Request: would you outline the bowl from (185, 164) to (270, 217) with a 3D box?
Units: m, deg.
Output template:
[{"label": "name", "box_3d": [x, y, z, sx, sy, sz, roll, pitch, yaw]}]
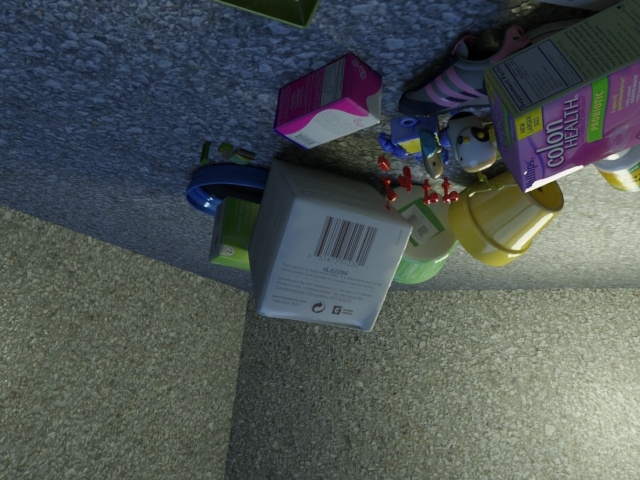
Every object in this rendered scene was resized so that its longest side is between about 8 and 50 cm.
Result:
[{"label": "bowl", "box_3d": [-0.259, -0.151, 1.699, 0.391, 0.077, 0.391, 5, 163, 1]}]

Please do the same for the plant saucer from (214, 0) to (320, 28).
[{"label": "plant saucer", "box_3d": [-0.080, -0.430, 0.770, 0.188, 0.045, 0.188, 11, 162, -16]}]

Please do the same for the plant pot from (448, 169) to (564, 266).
[{"label": "plant pot", "box_3d": [0.538, -0.089, 1.409, 0.254, 0.254, 0.239, 13, 146, -23]}]

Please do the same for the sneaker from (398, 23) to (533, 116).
[{"label": "sneaker", "box_3d": [0.270, -0.324, 0.962, 0.319, 0.112, 0.131, 4, 126, 50]}]

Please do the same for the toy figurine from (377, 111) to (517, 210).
[{"label": "toy figurine", "box_3d": [0.262, -0.217, 1.147, 0.362, 0.191, 0.217, -7, 155, 32]}]

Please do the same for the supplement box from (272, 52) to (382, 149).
[{"label": "supplement box", "box_3d": [0.014, -0.293, 1.078, 0.220, 0.114, 0.111, -9, 157, 43]}]

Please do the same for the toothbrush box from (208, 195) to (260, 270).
[{"label": "toothbrush box", "box_3d": [-0.213, -0.007, 1.674, 0.283, 0.206, 0.122, 15, 160, -26]}]

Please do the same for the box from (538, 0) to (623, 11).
[{"label": "box", "box_3d": [0.442, -0.407, 0.662, 0.322, 0.059, 0.232, 5, 163, -5]}]

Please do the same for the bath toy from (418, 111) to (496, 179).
[{"label": "bath toy", "box_3d": [0.369, -0.234, 0.988, 0.348, 0.151, 0.129, -20, 149, 8]}]

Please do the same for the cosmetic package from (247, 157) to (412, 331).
[{"label": "cosmetic package", "box_3d": [0.000, 0.000, 1.405, 0.329, 0.327, 0.394, 12, -160, -17]}]

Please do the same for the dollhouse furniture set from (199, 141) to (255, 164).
[{"label": "dollhouse furniture set", "box_3d": [-0.270, -0.236, 1.450, 0.151, 0.059, 0.076, 15, 161, -29]}]

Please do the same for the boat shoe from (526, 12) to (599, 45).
[{"label": "boat shoe", "box_3d": [0.435, -0.336, 0.866, 0.226, 0.076, 0.083, -9, 158, 40]}]

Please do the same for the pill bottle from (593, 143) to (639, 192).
[{"label": "pill bottle", "box_3d": [0.705, -0.199, 1.162, 0.117, 0.118, 0.208, -10, 157, 42]}]

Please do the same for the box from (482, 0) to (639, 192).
[{"label": "box", "box_3d": [0.411, -0.221, 0.797, 0.243, 0.117, 0.213, -23, 146, 13]}]

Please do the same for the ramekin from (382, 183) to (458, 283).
[{"label": "ramekin", "box_3d": [0.286, -0.029, 1.568, 0.303, 0.303, 0.148, 8, 156, -8]}]
